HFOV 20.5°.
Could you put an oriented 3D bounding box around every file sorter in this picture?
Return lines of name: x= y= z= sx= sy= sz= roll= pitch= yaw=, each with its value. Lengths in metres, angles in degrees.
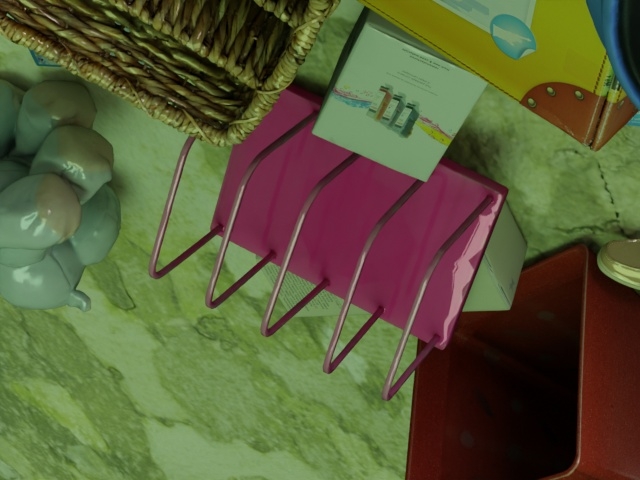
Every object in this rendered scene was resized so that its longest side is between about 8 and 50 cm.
file sorter: x=0.000 y=0.000 z=1.787 sx=0.290 sy=0.182 sz=0.202 roll=27 pitch=123 yaw=14

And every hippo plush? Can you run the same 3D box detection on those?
hippo plush: x=-0.311 y=-0.009 z=1.965 sx=0.234 sy=0.294 sz=0.236 roll=21 pitch=159 yaw=37

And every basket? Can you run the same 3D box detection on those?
basket: x=-0.131 y=-0.254 z=1.554 sx=0.299 sy=0.223 sz=0.213 roll=30 pitch=159 yaw=-12

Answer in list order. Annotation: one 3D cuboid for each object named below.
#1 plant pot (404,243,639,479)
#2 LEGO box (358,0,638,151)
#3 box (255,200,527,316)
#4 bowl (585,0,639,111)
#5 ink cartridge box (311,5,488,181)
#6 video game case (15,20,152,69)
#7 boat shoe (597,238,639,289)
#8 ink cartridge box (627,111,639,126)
plant pot: x=0.274 y=0.202 z=1.973 sx=0.235 sy=0.267 sz=0.267 roll=27 pitch=145 yaw=-31
LEGO box: x=0.143 y=-0.362 z=1.246 sx=0.372 sy=0.193 sz=0.500 roll=35 pitch=148 yaw=18
box: x=0.077 y=0.013 z=1.942 sx=0.275 sy=0.094 sz=0.113 roll=-3 pitch=138 yaw=27
bowl: x=0.361 y=-0.170 z=1.117 sx=0.391 sy=0.077 sz=0.391 roll=3 pitch=143 yaw=2
ink cartridge box: x=0.088 y=-0.169 z=1.673 sx=0.127 sy=0.128 sz=0.176 roll=24 pitch=145 yaw=-5
video game case: x=-0.242 y=-0.226 z=1.852 sx=0.166 sy=0.015 sz=0.119 roll=4 pitch=141 yaw=21
boat shoe: x=0.375 y=0.019 z=1.841 sx=0.170 sy=0.063 sz=0.059 roll=8 pitch=141 yaw=0
ink cartridge box: x=0.273 y=-0.200 z=1.564 sx=0.061 sy=0.104 sz=0.181 roll=8 pitch=142 yaw=16
